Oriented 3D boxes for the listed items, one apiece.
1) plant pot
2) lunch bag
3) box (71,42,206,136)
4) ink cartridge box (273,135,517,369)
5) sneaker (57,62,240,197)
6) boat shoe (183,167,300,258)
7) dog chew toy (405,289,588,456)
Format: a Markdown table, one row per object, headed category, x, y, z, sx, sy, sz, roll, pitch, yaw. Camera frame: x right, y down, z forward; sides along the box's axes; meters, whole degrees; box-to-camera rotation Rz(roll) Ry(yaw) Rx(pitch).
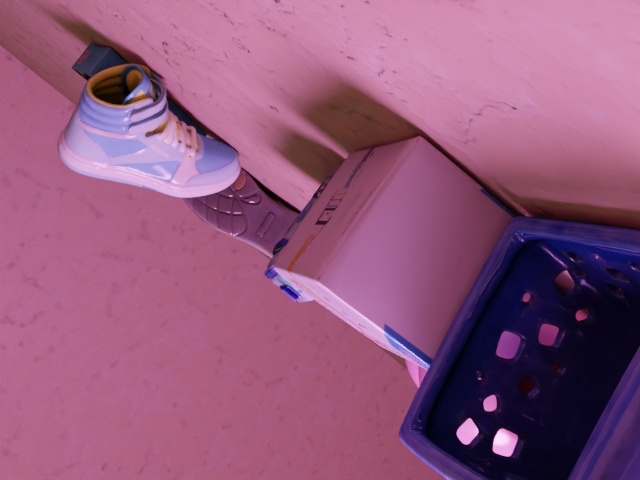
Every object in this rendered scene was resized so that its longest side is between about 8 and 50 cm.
| category | x | y | z | sx | sy | sz | roll | pitch | yaw |
| --- | --- | --- | --- | --- | --- | --- | --- | --- | --- |
| plant pot | 0.240 | 0.136 | 0.674 | 0.212 | 0.236 | 0.236 | 32 | 175 | -22 |
| lunch bag | 0.000 | 0.000 | 1.107 | 0.090 | 0.176 | 0.219 | 36 | 174 | -2 |
| box | -0.324 | -0.250 | 1.488 | 0.244 | 0.060 | 0.100 | 41 | 171 | -37 |
| ink cartridge box | 0.079 | 0.016 | 0.862 | 0.171 | 0.168 | 0.232 | 37 | 174 | -11 |
| sneaker | -0.259 | -0.186 | 1.375 | 0.318 | 0.208 | 0.127 | 5 | -130 | -27 |
| boat shoe | -0.148 | -0.050 | 1.665 | 0.355 | 0.132 | 0.130 | 37 | 173 | 0 |
| dog chew toy | 0.194 | 0.129 | 0.994 | 0.206 | 0.207 | 0.332 | 38 | -179 | -16 |
